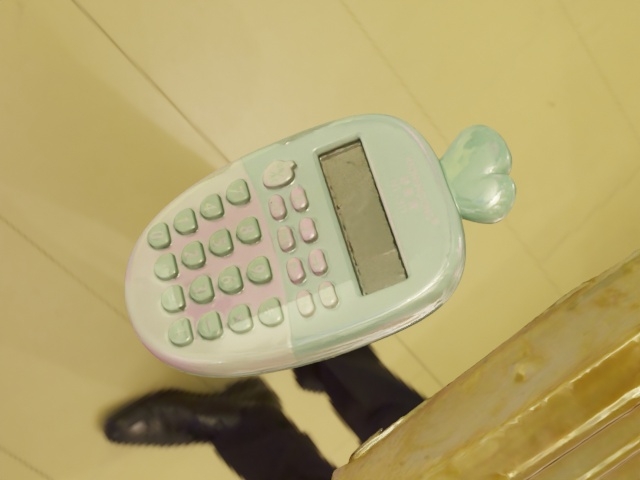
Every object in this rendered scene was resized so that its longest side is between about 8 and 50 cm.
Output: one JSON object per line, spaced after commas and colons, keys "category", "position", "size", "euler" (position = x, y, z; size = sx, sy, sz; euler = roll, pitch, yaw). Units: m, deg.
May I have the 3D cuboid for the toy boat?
{"category": "toy boat", "position": [0.145, 0.086, 0.633], "size": [0.310, 0.089, 0.115], "euler": [-36, 112, 0]}

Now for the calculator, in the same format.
{"category": "calculator", "position": [0.000, 0.000, 0.975], "size": [0.299, 0.185, 0.041], "euler": [-21, 145, 4]}
